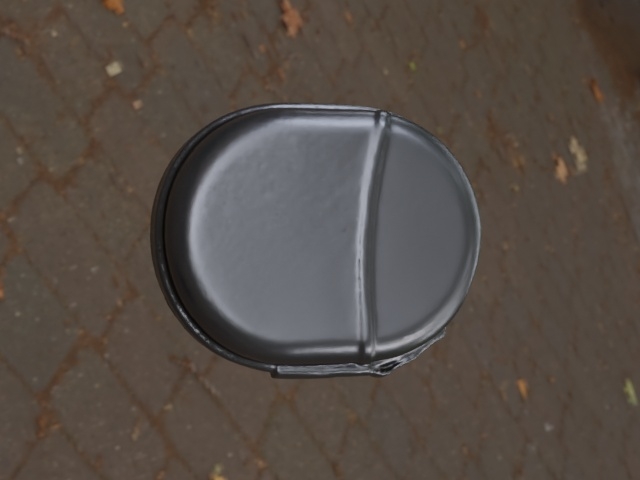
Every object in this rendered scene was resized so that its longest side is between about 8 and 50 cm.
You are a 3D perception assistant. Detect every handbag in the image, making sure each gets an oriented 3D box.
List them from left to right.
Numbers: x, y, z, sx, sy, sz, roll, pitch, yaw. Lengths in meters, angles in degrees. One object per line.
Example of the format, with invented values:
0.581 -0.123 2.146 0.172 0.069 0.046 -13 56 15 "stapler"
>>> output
0.000 0.000 1.124 0.093 0.308 0.254 172 -82 -76 "handbag"
